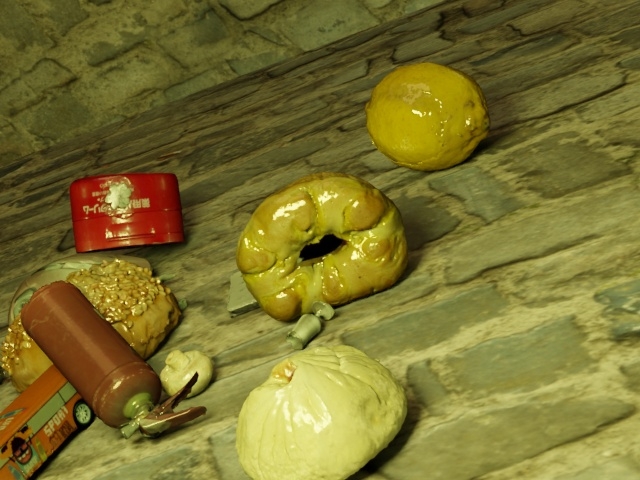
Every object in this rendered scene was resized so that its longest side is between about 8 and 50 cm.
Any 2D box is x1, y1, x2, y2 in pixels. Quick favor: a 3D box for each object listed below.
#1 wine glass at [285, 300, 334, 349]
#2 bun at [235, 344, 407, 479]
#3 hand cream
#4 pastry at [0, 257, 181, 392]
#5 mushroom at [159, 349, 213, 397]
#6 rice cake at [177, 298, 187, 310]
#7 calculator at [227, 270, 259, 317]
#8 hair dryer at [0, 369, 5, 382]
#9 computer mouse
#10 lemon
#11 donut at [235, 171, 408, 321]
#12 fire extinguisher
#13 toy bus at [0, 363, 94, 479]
[{"bbox_3d":[-0.016,0.128,1.821,0.042,0.039,0.083,4,35,37],"label":"wine glass"},{"bbox_3d":[-0.010,0.203,1.483,0.220,0.134,0.220,-25,20,10],"label":"bun"},{"bbox_3d":[-0.386,-0.055,2.433,0.230,0.149,0.230,-5,-4,0],"label":"hand cream"},{"bbox_3d":[-0.399,0.135,2.063,0.311,0.161,0.255,-23,22,6],"label":"pastry"},{"bbox_3d":[-0.202,0.197,1.814,0.084,0.067,0.083,-25,28,14],"label":"mushroom"},{"bbox_3d":[-0.287,0.119,2.176,0.121,0.021,0.022,-9,15,38],"label":"rice cake"},{"bbox_3d":[-0.034,0.049,2.066,0.262,0.021,0.161,-22,20,8],"label":"calculator"},{"bbox_3d":[-0.599,0.268,2.155,0.079,0.031,0.083,-28,25,21],"label":"hair dryer"},{"bbox_3d":[-0.451,0.088,2.312,0.389,0.115,0.199,-14,25,27],"label":"computer mouse"},{"bbox_3d":[0.197,-0.228,2.243,0.260,0.204,0.204,11,38,37],"label":"lemon"},{"bbox_3d":[0.000,0.000,1.883,0.262,0.208,0.128,-17,20,6],"label":"donut"},{"bbox_3d":[-0.298,0.178,1.789,0.147,0.106,0.337,-40,54,-15],"label":"fire extinguisher"},{"bbox_3d":[-0.450,0.310,1.774,0.093,0.092,0.409,-14,21,34],"label":"toy bus"}]
